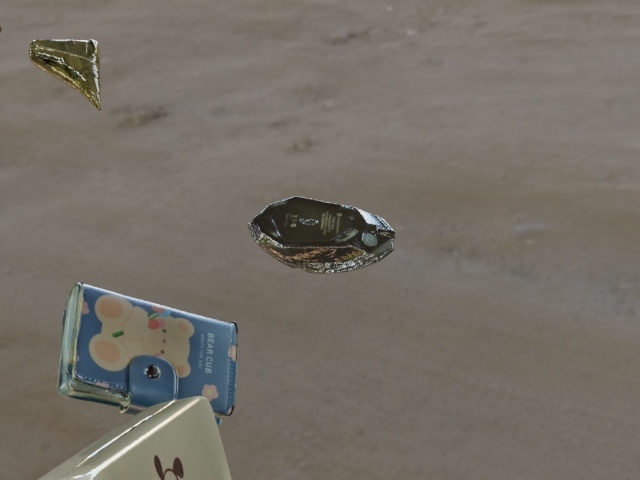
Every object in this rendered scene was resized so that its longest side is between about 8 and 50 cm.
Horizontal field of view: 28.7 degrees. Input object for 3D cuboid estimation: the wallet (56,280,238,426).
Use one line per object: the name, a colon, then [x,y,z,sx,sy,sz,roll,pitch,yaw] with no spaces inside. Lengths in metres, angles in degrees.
wallet: [-0.194,0.133,1.412,0.202,0.059,0.141,17,51,-25]

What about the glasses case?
glasses case: [-0.167,0.242,1.162,0.070,0.131,0.313,-14,3,15]

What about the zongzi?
zongzi: [-0.274,-0.176,1.342,0.076,0.083,0.040,-1,-19,-10]

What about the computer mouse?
computer mouse: [0.000,0.000,1.626,0.192,0.062,0.105,7,39,4]
